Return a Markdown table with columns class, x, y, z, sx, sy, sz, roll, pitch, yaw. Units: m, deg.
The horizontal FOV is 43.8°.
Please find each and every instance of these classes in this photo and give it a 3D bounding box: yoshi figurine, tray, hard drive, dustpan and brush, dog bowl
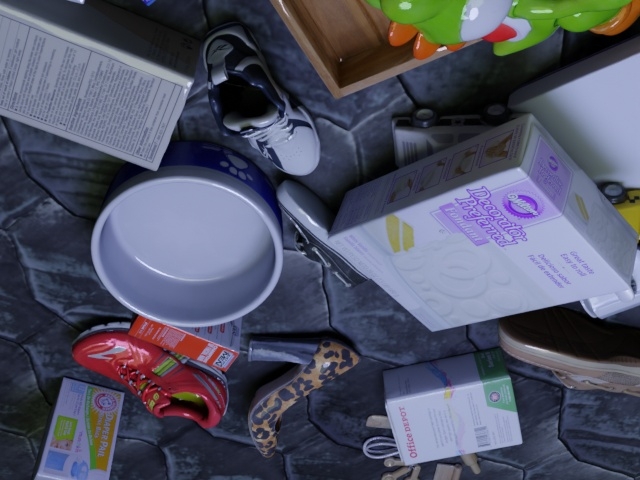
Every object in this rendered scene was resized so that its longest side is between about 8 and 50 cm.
| class | x | y | z | sx | sy | sz | roll | pitch | yaw |
| --- | --- | --- | --- | --- | --- | --- | --- | --- | --- |
| yoshi figurine | 0.203 | -0.298 | 0.793 | 0.362 | 0.203 | 0.203 | -16 | 100 | -36 |
| tray | 0.011 | -0.353 | 0.854 | 0.202 | 0.076 | 0.411 | -19 | 136 | 22 |
| hard drive | 0.431 | -0.125 | 1.064 | 0.318 | 0.040 | 0.210 | 39 | 144 | -27 |
| dustpan and brush | 0.437 | 0.030 | 1.215 | 0.147 | 0.060 | 0.211 | -28 | 103 | 33 |
| dog bowl | -0.184 | -0.006 | 1.137 | 0.264 | 0.104 | 0.265 | -1 | 127 | -1 |

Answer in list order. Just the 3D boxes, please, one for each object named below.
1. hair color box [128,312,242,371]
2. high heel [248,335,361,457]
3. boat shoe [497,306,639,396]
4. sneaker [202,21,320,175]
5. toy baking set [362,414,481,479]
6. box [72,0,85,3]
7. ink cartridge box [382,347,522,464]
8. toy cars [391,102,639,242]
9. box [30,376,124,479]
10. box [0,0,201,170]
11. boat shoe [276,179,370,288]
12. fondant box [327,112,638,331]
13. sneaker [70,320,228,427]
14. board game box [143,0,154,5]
| class | x | y | z | sx | sy | sz | roll | pitch | yaw |
| --- | --- | --- | --- | --- | --- | --- | --- | --- | --- |
| hair color box | -0.208 | 0.130 | 1.245 | 0.167 | 0.093 | 0.053 | 25 | 123 | -19 |
| high heel | -0.027 | 0.278 | 1.361 | 0.186 | 0.093 | 0.261 | 3 | 118 | 3 |
| boat shoe | 0.435 | 0.199 | 1.310 | 0.341 | 0.122 | 0.110 | 13 | 124 | -14 |
| sneaker | -0.073 | -0.147 | 1.004 | 0.094 | 0.153 | 0.235 | -18 | 126 | 13 |
| toy baking set | 0.191 | 0.406 | 1.511 | 0.196 | 0.030 | 0.256 | -18 | 126 | 11 |
| box | -0.301 | -0.332 | 0.887 | 0.101 | 0.102 | 0.087 | 10 | 128 | -11 |
| ink cartridge box | 0.225 | 0.288 | 1.376 | 0.212 | 0.093 | 0.154 | -14 | 118 | 6 |
| toy cars | 0.273 | -0.065 | 1.090 | 0.393 | 0.087 | 0.176 | 29 | 132 | -15 |
| box | -0.408 | 0.346 | 1.329 | 0.114 | 0.203 | 0.103 | 18 | 125 | -18 |
| box | -0.316 | -0.219 | 0.958 | 0.311 | 0.121 | 0.148 | 21 | 123 | -17 |
| boat shoe | 0.000 | 0.000 | 1.167 | 0.070 | 0.078 | 0.219 | -35 | 123 | 20 |
| fondant box | 0.206 | -0.005 | 1.057 | 0.238 | 0.096 | 0.330 | 41 | 142 | -24 |
| sneaker | -0.272 | 0.225 | 1.297 | 0.279 | 0.118 | 0.107 | 25 | 121 | -20 |
| board game box | -0.215 | -0.378 | 0.827 | 0.210 | 0.160 | 0.047 | 37 | 158 | -26 |
